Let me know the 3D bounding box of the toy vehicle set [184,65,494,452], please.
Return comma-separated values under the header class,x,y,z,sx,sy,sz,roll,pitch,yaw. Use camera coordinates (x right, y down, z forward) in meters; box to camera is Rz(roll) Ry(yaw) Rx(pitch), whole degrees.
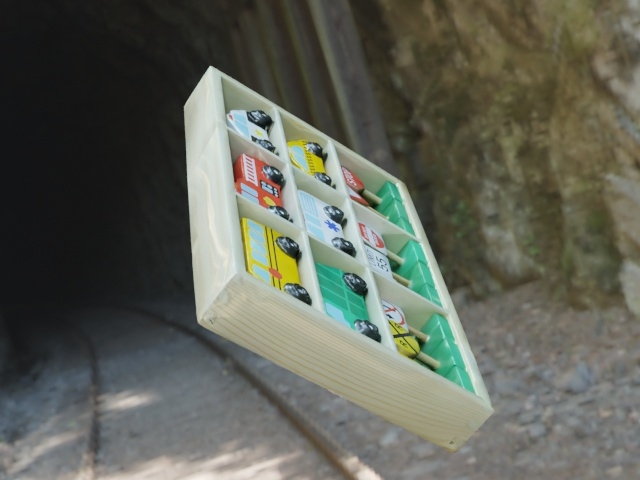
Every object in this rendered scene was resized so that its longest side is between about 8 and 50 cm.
class,x,y,z,sx,sy,sz,roll,pitch,yaw
toy vehicle set,0.000,0.000,0.738,0.035,0.166,0.267,-52,24,20
